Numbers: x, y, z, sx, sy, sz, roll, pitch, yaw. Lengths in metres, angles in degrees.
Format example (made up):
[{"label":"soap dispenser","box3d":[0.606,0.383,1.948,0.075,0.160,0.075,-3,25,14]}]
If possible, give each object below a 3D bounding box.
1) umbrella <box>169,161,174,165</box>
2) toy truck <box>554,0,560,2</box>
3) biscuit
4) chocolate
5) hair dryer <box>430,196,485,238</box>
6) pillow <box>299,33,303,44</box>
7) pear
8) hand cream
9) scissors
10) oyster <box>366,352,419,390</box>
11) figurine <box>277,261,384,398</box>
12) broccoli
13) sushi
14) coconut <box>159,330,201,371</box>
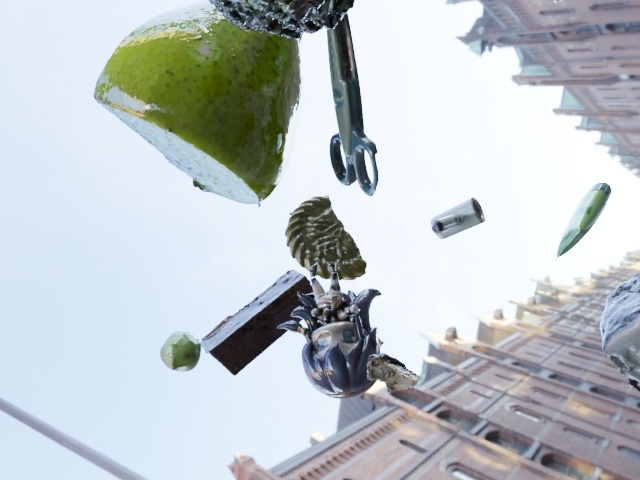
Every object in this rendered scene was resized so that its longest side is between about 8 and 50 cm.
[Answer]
[{"label":"umbrella","box3d":[-0.297,-0.275,1.207,0.080,0.071,0.224,27,-110,-21]},{"label":"toy truck","box3d":[0.384,-0.486,0.647,0.181,0.254,0.405,35,-139,-22]},{"label":"biscuit","box3d":[0.000,0.000,1.310,0.187,0.273,0.036,-21,-23,-22]},{"label":"chocolate","box3d":[-0.152,0.216,1.259,0.321,0.112,0.112,-38,-71,-13]},{"label":"hair dryer","box3d":[0.325,-0.040,1.225,0.236,0.131,0.073,-22,-95,-58]},{"label":"pillow","box3d":[-0.089,-0.501,0.966,0.075,0.185,0.302,117,173,-58]},{"label":"pear","box3d":[-0.136,-0.243,0.792,0.318,0.239,0.342,-67,-20,-10]},{"label":"hand cream","box3d":[0.498,-0.044,0.914,0.175,0.046,0.095,-43,-21,-26]},{"label":"scissors","box3d":[0.041,-0.210,0.735,0.041,0.138,0.289,-18,-63,-20]},{"label":"oyster","box3d":[0.092,0.172,0.638,0.083,0.054,0.019,36,-147,-27]},{"label":"figurine","box3d":[0.039,0.194,1.015,0.197,0.175,0.265,39,-136,-36]},{"label":"broccoli","box3d":[-0.026,-0.362,0.489,0.165,0.146,0.304,2,-77,-68]},{"label":"sushi","box3d":[0.443,0.137,0.560,0.127,0.225,0.124,-36,-18,-51]},{"label":"coconut","box3d":[-0.305,0.246,1.057,0.096,0.088,0.087,-81,-21,-54]}]
